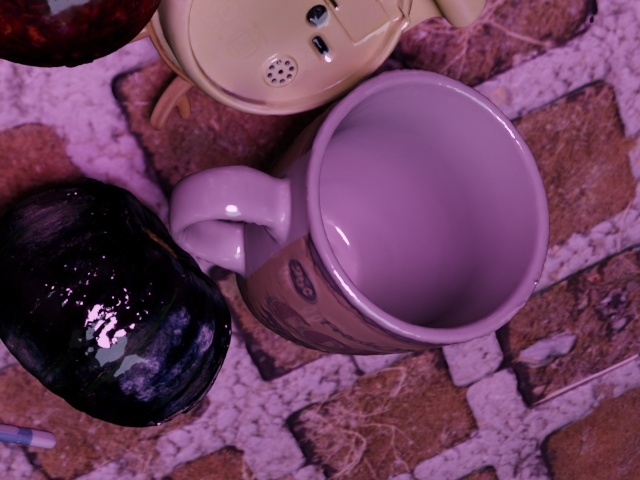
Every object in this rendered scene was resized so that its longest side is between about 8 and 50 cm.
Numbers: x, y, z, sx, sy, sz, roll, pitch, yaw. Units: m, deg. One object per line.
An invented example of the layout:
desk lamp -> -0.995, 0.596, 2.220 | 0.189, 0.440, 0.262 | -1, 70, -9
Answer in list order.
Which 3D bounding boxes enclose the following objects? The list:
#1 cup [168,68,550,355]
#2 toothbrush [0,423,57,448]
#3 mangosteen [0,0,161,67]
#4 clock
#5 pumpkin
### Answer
cup -> 0.000, 0.000, 1.260 | 0.301, 0.227, 0.257 | 7, 161, -27
toothbrush -> -0.378, 0.172, 1.412 | 0.276, 0.019, 0.025 | 12, 115, -32
mangosteen -> -0.192, -0.216, 1.063 | 0.173, 0.172, 0.184 | -2, 105, -23
clock -> -0.035, -0.200, 1.189 | 0.308, 0.096, 0.235 | -33, 135, 7
pumpkin -> -0.184, 0.054, 1.251 | 0.163, 0.233, 0.233 | -46, 133, 3
